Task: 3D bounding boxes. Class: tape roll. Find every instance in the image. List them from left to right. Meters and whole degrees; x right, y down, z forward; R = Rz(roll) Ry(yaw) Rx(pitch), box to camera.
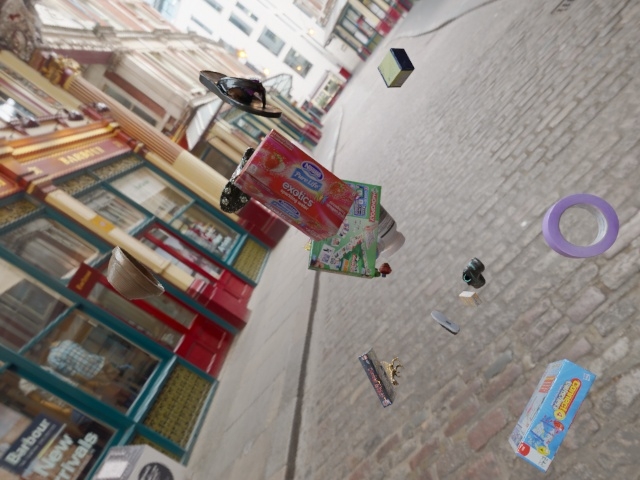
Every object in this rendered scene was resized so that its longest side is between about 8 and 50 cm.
[{"bbox_3d":[1.119,-0.061,1.863,0.275,0.274,0.090,-53,-14,3],"label":"tape roll"}]

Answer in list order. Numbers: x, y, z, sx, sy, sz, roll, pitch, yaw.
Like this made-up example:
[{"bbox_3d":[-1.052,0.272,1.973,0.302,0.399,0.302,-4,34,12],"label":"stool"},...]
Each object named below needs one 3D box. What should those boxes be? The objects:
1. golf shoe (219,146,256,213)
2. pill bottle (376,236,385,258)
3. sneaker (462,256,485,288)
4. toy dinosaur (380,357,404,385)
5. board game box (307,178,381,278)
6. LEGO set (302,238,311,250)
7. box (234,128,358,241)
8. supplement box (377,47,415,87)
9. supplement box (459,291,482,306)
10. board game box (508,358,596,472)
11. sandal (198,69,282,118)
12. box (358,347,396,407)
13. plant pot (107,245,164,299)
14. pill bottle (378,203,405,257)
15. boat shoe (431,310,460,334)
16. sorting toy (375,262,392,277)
[{"bbox_3d":[-0.300,-0.224,1.662,0.273,0.105,0.120,-61,16,-6],"label":"golf shoe"},{"bbox_3d":[0.154,0.045,1.516,0.160,0.087,0.087,-31,-5,-36],"label":"pill bottle"},{"bbox_3d":[0.764,0.181,2.179,0.106,0.267,0.101,-40,52,-5],"label":"sneaker"},{"bbox_3d":[0.344,0.626,2.130,0.112,0.064,0.211,-32,20,0],"label":"toy dinosaur"},{"bbox_3d":[0.083,-0.046,1.411,0.046,0.213,0.318,119,160,-70],"label":"board game box"},{"bbox_3d":[0.000,0.000,1.903,0.287,0.132,0.107,-141,66,-75],"label":"LEGO set"},{"bbox_3d":[-0.057,-0.123,1.022,0.128,0.256,0.122,-60,16,-20],"label":"box"},{"bbox_3d":[0.232,-0.531,1.329,0.056,0.084,0.083,-13,-19,-30],"label":"supplement box"},{"bbox_3d":[0.701,0.275,2.020,0.036,0.062,0.098,-38,4,-14],"label":"supplement box"},{"bbox_3d":[0.696,0.524,1.318,0.302,0.086,0.308,-58,-26,-5],"label":"board game box"},{"bbox_3d":[-0.317,-0.589,1.652,0.167,0.445,0.107,-19,-42,-46],"label":"sandal"},{"bbox_3d":[0.253,0.599,1.901,0.044,0.233,0.159,-31,-12,13],"label":"box"},{"bbox_3d":[-0.697,0.140,1.582,0.110,0.237,0.237,-45,8,-12],"label":"plant pot"},{"bbox_3d":[0.280,-0.090,2.328,0.210,0.363,0.210,-40,14,12],"label":"pill bottle"},{"bbox_3d":[0.552,0.369,1.915,0.049,0.142,0.040,-32,-36,-33],"label":"boat shoe"},{"bbox_3d":[0.226,0.108,1.614,0.101,0.061,0.042,-16,53,41],"label":"sorting toy"}]
